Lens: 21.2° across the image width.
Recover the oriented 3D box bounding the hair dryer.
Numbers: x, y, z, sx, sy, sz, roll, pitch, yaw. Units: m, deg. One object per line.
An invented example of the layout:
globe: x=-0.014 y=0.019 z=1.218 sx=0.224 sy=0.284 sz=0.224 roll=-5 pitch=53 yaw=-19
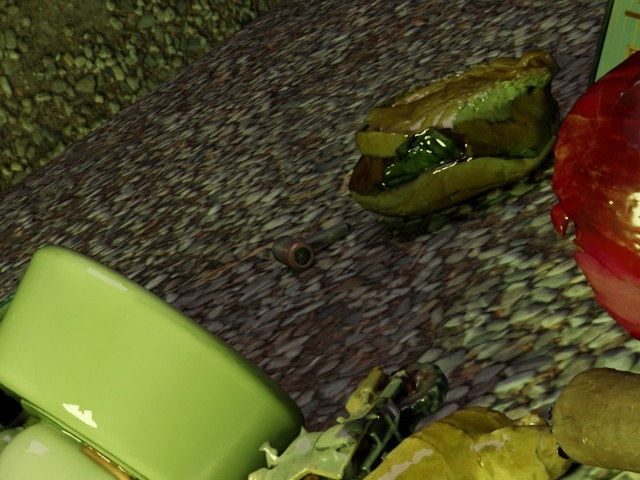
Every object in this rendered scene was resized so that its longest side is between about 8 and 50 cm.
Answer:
hair dryer: x=0.000 y=0.000 z=2.156 sx=0.114 sy=0.037 sz=0.063 roll=-25 pitch=17 yaw=-18

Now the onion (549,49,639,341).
onion: x=0.316 y=-0.036 z=1.350 sx=0.276 sy=0.276 sz=0.276 roll=-25 pitch=16 yaw=8

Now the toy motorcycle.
toy motorcycle: x=0.015 y=0.183 z=1.453 sx=0.129 sy=0.094 sz=0.229 roll=-9 pitch=32 yaw=44

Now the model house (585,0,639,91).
model house: x=0.415 y=-0.208 z=1.881 sx=0.206 sy=0.271 sz=0.178 roll=16 pitch=27 yaw=14

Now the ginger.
ginger: x=0.095 y=0.183 z=1.361 sx=0.205 sy=0.081 sz=0.115 roll=-22 pitch=47 yaw=-11

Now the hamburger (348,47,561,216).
hamburger: x=0.169 y=-0.126 z=2.101 sx=0.284 sy=0.134 sz=0.265 roll=-17 pitch=12 yaw=16

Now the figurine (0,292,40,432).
figurine: x=-0.279 y=0.162 z=1.801 sx=0.340 sy=0.231 sz=0.324 roll=3 pitch=58 yaw=44

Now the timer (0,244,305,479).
timer: x=-0.211 y=0.209 z=1.507 sx=0.315 sy=0.291 sz=0.291 roll=-57 pitch=25 yaw=-13

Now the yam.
yam: x=0.242 y=0.136 z=1.280 sx=0.084 sy=0.084 sz=0.127 roll=-36 pitch=16 yaw=-28
